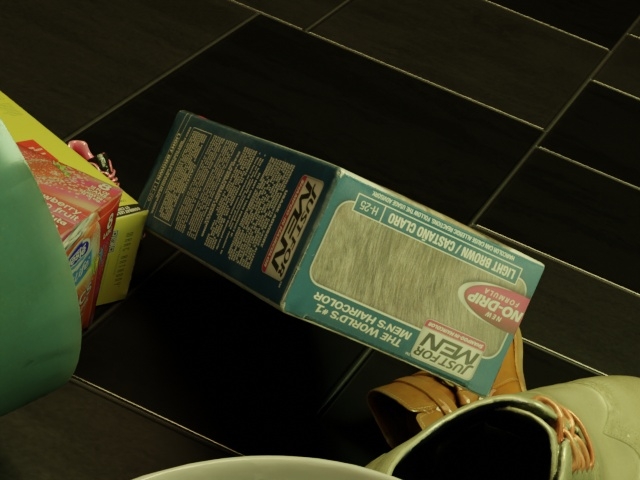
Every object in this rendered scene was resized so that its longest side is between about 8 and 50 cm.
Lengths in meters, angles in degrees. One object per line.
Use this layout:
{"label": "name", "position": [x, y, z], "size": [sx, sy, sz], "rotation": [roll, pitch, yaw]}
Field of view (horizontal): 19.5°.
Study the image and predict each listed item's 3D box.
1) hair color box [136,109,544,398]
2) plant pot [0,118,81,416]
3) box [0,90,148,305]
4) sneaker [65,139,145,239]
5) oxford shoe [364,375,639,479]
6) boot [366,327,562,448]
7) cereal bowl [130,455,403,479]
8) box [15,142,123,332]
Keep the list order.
{"label": "hair color box", "position": [0.000, 0.000, 1.369], "size": [0.174, 0.105, 0.347], "rotation": [24, 1, -25]}
{"label": "plant pot", "position": [-0.328, 0.024, 1.127], "size": [0.235, 0.293, 0.293], "rotation": [-32, 52, -30]}
{"label": "box", "position": [-0.237, -0.042, 1.500], "size": [0.058, 0.087, 0.232], "rotation": [-12, 41, -43]}
{"label": "sneaker", "position": [-0.186, -0.043, 1.562], "size": [0.047, 0.057, 0.119], "rotation": [-9, 39, -44]}
{"label": "oxford shoe", "position": [0.144, 0.164, 1.245], "size": [0.397, 0.146, 0.140], "rotation": [-22, 68, -46]}
{"label": "boot", "position": [0.095, 0.109, 1.434], "size": [0.152, 0.073, 0.197], "rotation": [-9, 35, -34]}
{"label": "cereal bowl", "position": [-0.030, 0.279, 0.920], "size": [0.339, 0.141, 0.339], "rotation": [0, 44, 0]}
{"label": "box", "position": [-0.291, -0.014, 1.370], "size": [0.257, 0.128, 0.122], "rotation": [23, 28, 12]}
